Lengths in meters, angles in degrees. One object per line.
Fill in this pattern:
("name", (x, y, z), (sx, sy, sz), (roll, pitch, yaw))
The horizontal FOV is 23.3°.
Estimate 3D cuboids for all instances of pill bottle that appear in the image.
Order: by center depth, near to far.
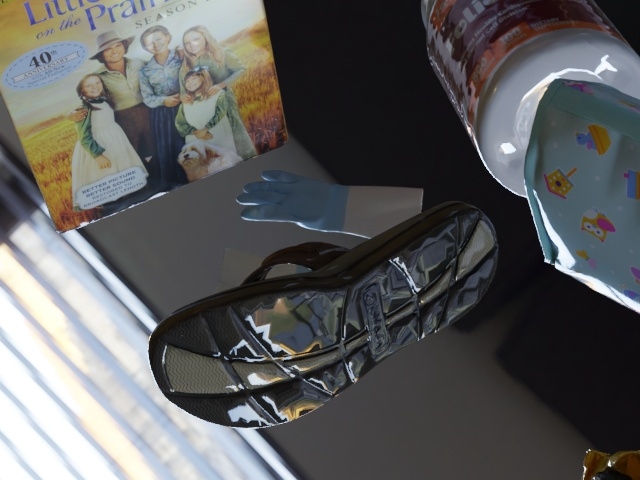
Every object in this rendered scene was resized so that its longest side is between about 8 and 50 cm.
("pill bottle", (0.260, -0.235, 1.974), (0.224, 0.224, 0.392), (44, -166, -29))

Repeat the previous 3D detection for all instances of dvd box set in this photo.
("dvd box set", (-0.203, -0.199, 1.708), (0.420, 0.307, 0.062), (82, 164, -55))

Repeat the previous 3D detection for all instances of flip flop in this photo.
("flip flop", (0.001, 0.041, 1.081), (0.080, 0.277, 0.112), (34, 141, 46))

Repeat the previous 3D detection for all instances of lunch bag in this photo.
("lunch bag", (0.326, -0.044, 1.519), (0.223, 0.160, 0.262), (29, 159, 29))

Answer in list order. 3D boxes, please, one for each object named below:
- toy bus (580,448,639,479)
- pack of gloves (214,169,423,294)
("toy bus", (0.283, 0.300, 1.431), (0.149, 0.220, 0.211), (15, 176, -9))
("pack of gloves", (0.000, 0.000, 1.867), (0.232, 0.195, 0.046), (7, 154, 5))
